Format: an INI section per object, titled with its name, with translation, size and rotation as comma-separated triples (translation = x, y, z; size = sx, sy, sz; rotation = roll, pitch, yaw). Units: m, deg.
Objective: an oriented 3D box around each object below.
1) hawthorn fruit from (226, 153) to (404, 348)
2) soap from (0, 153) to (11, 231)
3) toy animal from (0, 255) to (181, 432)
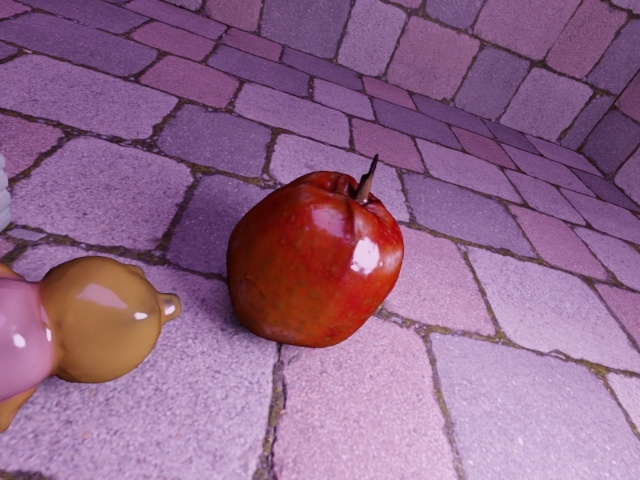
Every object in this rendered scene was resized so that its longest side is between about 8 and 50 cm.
[hawthorn fruit]
translation = 0.000, 0.000, 0.588
size = 0.254, 0.300, 0.254
rotation = 18, 34, -12
[soap]
translation = -0.471, -0.024, 0.501
size = 0.066, 0.119, 0.198
rotation = 12, 33, -13
[toy animal]
translation = -0.292, 0.090, 0.428
size = 0.281, 0.169, 0.196
rotation = -6, 87, -42
